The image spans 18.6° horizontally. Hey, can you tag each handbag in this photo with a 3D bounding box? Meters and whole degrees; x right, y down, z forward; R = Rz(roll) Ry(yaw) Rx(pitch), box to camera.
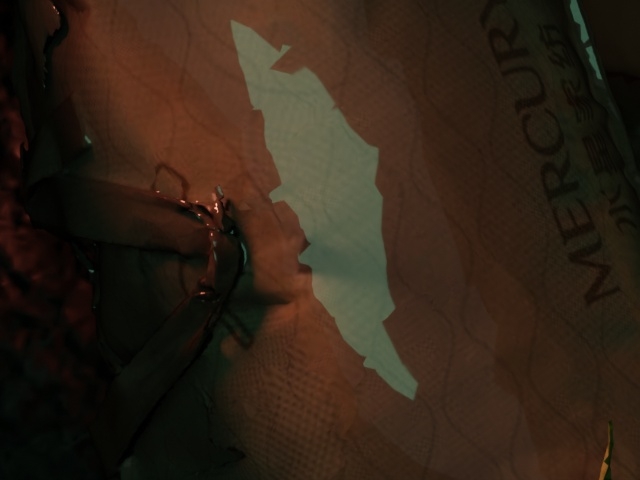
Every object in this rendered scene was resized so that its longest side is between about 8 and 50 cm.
[{"bbox_3d":[0.000,0.000,0.460,0.182,0.117,0.270,-19,87,-2],"label":"handbag"}]

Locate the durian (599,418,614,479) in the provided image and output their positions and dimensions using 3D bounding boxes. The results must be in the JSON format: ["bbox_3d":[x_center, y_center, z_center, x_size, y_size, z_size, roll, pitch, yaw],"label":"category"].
[{"bbox_3d":[0.069,0.236,0.421,0.169,0.158,0.352,-44,105,-40],"label":"durian"}]
